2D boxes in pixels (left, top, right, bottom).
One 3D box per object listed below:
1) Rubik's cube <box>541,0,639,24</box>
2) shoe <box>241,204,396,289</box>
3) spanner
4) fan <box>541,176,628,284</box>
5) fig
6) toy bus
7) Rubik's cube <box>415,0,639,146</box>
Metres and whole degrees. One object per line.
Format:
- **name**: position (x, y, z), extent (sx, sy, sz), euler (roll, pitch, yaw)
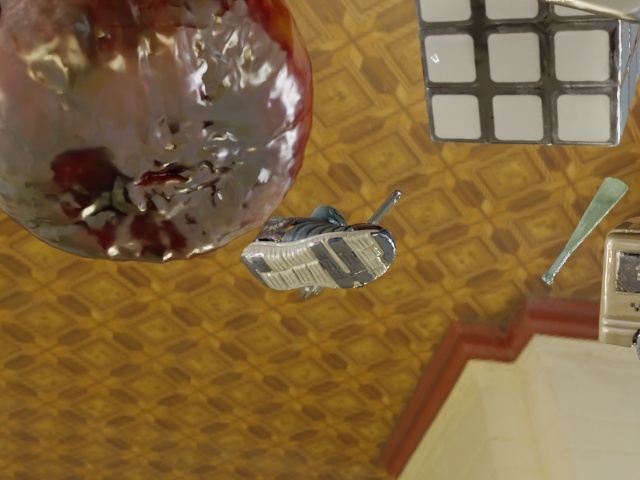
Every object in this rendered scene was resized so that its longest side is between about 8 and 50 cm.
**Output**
- **Rubik's cube**: position (0.246, -0.400, 0.626), extent (0.359, 0.362, 0.363), euler (13, 145, -12)
- **shoe**: position (0.000, 0.000, 1.086), extent (0.207, 0.106, 0.091), euler (-3, 139, 35)
- **spanner**: position (0.071, 0.010, 1.919), extent (0.316, 0.024, 0.087), euler (-48, 157, 6)
- **fan**: position (0.374, -0.014, 1.258), extent (0.193, 0.038, 0.016), euler (-50, 146, -12)
- **fig**: position (-0.130, -0.110, 0.574), extent (0.224, 0.263, 0.224), euler (-29, 174, -3)
- **toy bus**: position (0.439, 0.052, 0.887), extent (0.289, 0.139, 0.157), euler (5, 103, 35)
- **Rubik's cube**: position (0.338, -0.343, 1.383), extent (0.304, 0.305, 0.301), euler (6, 126, 26)
